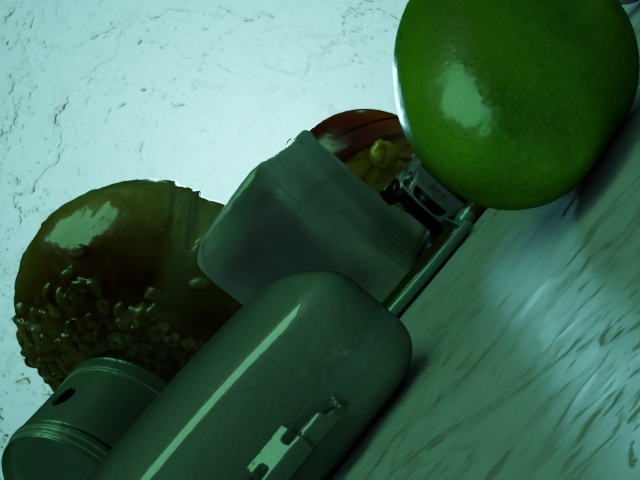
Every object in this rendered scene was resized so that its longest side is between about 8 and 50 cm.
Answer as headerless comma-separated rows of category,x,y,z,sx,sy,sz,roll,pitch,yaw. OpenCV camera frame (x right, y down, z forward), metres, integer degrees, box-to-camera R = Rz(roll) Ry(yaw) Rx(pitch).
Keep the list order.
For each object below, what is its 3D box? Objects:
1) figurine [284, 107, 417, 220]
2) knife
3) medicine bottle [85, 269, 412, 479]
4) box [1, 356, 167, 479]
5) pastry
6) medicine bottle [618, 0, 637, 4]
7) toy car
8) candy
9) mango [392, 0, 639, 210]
figurine,0.065,-0.085,1.926,0.320,0.196,0.323,-42,-6,20
knife,0.131,-0.009,1.401,0.343,0.027,0.061,-49,6,-13
medicine bottle,-0.095,0.185,1.077,0.375,0.123,0.282,-51,7,-13
box,-0.265,0.279,1.740,0.226,0.226,0.149,-47,3,46
pastry,-0.220,0.107,1.873,0.409,0.409,0.245,-47,18,41
medicine bottle,0.361,-0.361,1.588,0.133,0.133,0.274,-50,3,-40
toy car,0.137,-0.067,1.525,0.108,0.089,0.209,-45,0,13
candy,-0.003,0.000,1.591,0.145,0.208,0.359,-50,2,13
mango,0.152,-0.123,1.070,0.192,0.156,0.343,-8,30,8
